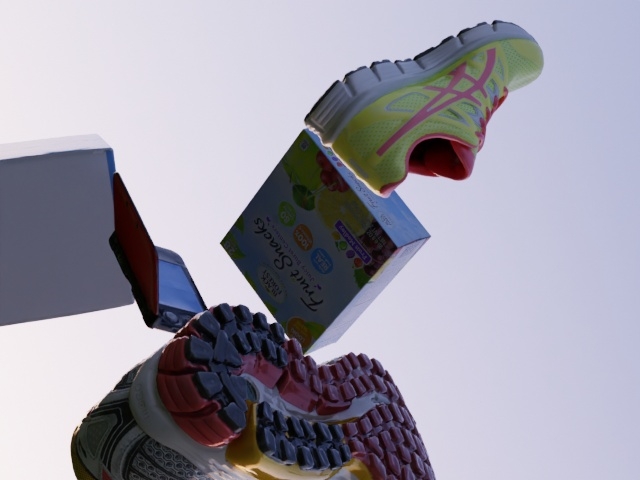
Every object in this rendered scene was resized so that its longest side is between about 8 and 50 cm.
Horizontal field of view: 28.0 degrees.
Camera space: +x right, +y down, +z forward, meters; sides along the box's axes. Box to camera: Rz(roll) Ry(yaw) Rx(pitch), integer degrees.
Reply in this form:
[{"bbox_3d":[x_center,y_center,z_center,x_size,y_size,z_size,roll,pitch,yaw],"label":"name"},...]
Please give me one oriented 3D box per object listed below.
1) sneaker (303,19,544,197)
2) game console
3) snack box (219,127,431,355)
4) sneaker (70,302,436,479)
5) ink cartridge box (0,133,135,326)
[{"bbox_3d":[0.089,-0.086,0.906,0.094,0.209,0.081,56,-33,14],"label":"sneaker"},{"bbox_3d":[-0.152,0.016,1.261,0.085,0.124,0.144,-55,-139,21],"label":"game console"},{"bbox_3d":[0.000,0.000,1.439,0.174,0.070,0.207,52,-49,18],"label":"snack box"},{"bbox_3d":[-0.018,0.094,0.559,0.093,0.225,0.088,-31,-126,20],"label":"sneaker"},{"bbox_3d":[-0.357,-0.022,1.633,0.270,0.197,0.198,-147,-131,-73],"label":"ink cartridge box"}]
